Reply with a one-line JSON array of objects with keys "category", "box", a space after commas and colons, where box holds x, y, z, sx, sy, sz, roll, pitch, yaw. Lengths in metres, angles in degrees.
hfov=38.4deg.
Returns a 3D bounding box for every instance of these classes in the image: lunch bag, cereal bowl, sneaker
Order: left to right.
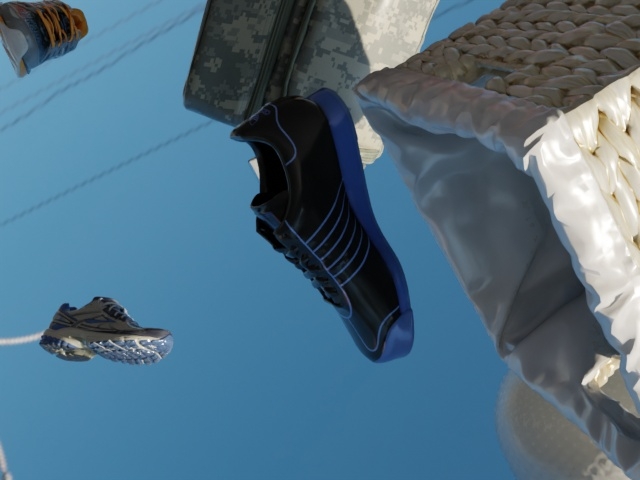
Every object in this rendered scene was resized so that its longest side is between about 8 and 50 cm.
[{"category": "sneaker", "box": [-0.319, -0.243, 1.052, 0.083, 0.084, 0.215, -18, -161, -2]}, {"category": "sneaker", "box": [-0.192, 0.076, 0.830, 0.135, 0.052, 0.058, 1, -118, 22]}, {"category": "sneaker", "box": [0.000, 0.000, 0.730, 0.090, 0.232, 0.081, -23, -170, -23]}, {"category": "lunch bag", "box": [0.001, -0.263, 1.112, 0.212, 0.256, 0.305, -73, -177, -73]}, {"category": "cereal bowl", "box": [0.361, 0.168, 1.129, 0.339, 0.141, 0.339, -28, -167, 7]}]

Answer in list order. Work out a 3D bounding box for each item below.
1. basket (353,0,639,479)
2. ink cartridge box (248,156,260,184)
[{"category": "basket", "box": [0.245, -0.030, 0.696, 0.266, 0.331, 0.328, -32, -160, -5]}, {"category": "ink cartridge box", "box": [-0.052, -0.086, 1.273, 0.052, 0.088, 0.122, -29, -174, 5]}]
